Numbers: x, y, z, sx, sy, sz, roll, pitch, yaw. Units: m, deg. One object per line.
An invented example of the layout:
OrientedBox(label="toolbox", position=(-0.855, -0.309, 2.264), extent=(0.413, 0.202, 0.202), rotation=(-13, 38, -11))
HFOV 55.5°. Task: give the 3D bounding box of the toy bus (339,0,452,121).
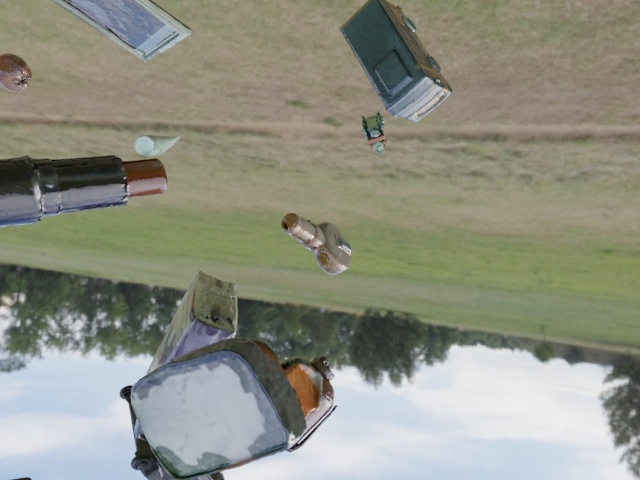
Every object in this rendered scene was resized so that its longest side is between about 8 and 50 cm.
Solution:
OrientedBox(label="toy bus", position=(0.179, -0.433, 1.456), extent=(0.138, 0.275, 0.167), rotation=(-36, 162, 30))

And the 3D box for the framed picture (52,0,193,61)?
OrientedBox(label="framed picture", position=(-0.350, -0.371, 0.931), extent=(0.273, 0.016, 0.216), rotation=(30, 166, -30))

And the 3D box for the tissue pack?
OrientedBox(label="tissue pack", position=(-0.308, 0.266, 1.409), extent=(0.125, 0.344, 0.242), rotation=(23, -162, -16))

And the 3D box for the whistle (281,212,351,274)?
OrientedBox(label="whistle", position=(0.000, 0.000, 1.171), extent=(0.057, 0.107, 0.220), rotation=(-26, 148, 22))

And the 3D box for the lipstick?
OrientedBox(label="lipstick", position=(-0.331, -0.062, 0.723), extent=(0.299, 0.081, 0.081), rotation=(-11, -175, -29))

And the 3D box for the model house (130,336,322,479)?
OrientedBox(label="model house", position=(-0.124, 0.243, 1.046), extent=(0.271, 0.190, 0.301), rotation=(-27, 178, 28))

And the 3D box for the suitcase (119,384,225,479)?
OrientedBox(label="suitcase", position=(-0.430, 0.597, 1.812), extent=(0.188, 0.339, 0.345), rotation=(-29, -144, -9))

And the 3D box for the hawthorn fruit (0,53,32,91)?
OrientedBox(label="hawthorn fruit", position=(-0.596, -0.325, 1.150), extent=(0.103, 0.067, 0.067), rotation=(32, 180, 13))

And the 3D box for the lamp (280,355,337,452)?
OrientedBox(label="lamp", position=(-0.065, 0.390, 1.473), extent=(0.180, 0.258, 0.180), rotation=(46, 172, 9))

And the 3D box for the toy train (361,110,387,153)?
OrientedBox(label="toy train", position=(0.176, -0.338, 1.933), extent=(0.074, 0.118, 0.176), rotation=(-17, -155, 9))

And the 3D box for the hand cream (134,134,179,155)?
OrientedBox(label="hand cream", position=(-0.408, -0.236, 1.517), extent=(0.078, 0.050, 0.205), rotation=(-37, -174, 7))

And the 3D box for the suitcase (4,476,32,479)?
OrientedBox(label="suitcase", position=(-0.536, 0.467, 1.042), extent=(0.086, 0.126, 0.059), rotation=(0, -153, -29))
